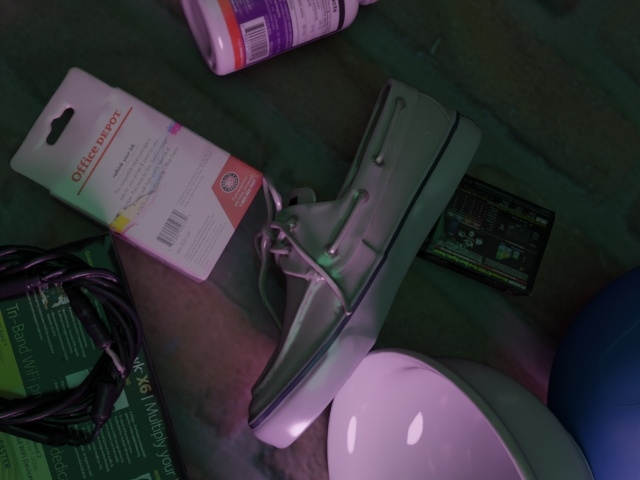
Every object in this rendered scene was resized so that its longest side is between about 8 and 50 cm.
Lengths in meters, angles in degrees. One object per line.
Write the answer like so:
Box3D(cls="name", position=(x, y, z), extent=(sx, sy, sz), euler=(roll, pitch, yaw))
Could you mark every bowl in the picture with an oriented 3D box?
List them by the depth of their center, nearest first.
Box3D(cls="bowl", position=(0.138, 0.223, 0.690), extent=(0.134, 0.298, 0.298), euler=(-11, 87, -30))

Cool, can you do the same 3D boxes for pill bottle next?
Box3D(cls="pill bottle", position=(-0.030, -0.240, 0.772), extent=(0.193, 0.108, 0.108), euler=(-24, 90, -14))

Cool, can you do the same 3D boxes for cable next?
Box3D(cls="cable", position=(-0.240, 0.076, 0.644), extent=(0.184, 0.047, 0.150), euler=(21, 80, -9))

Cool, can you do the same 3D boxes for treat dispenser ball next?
Box3D(cls="treat dispenser ball", position=(0.352, 0.153, 0.724), extent=(0.288, 0.288, 0.288), euler=(1, 84, -12))

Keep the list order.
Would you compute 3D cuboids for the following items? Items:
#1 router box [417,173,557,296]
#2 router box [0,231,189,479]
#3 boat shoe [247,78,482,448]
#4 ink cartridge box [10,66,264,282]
Box3D(cls="router box", position=(0.170, -0.006, 0.827), extent=(0.122, 0.038, 0.092), euler=(22, 80, -9))
Box3D(cls="router box", position=(-0.253, 0.173, 0.698), extent=(0.243, 0.081, 0.309), euler=(-17, 88, -13))
Box3D(cls="boat shoe", position=(0.003, -0.003, 0.743), extent=(0.156, 0.136, 0.367), euler=(33, 76, -7))
Box3D(cls="ink cartridge box", position=(-0.167, -0.058, 0.747), extent=(0.198, 0.067, 0.115), euler=(31, 79, -9))
